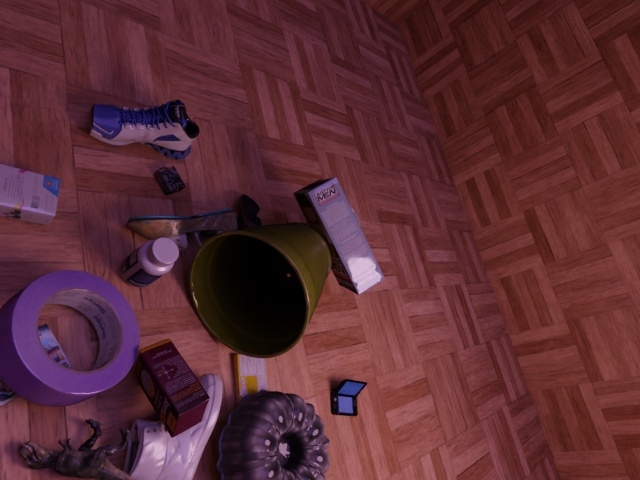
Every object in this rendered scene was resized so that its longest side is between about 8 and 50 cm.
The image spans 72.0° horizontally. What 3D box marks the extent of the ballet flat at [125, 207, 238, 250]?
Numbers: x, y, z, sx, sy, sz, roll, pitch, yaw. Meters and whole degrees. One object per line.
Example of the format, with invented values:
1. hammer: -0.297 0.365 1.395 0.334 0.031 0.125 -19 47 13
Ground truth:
1. ballet flat: -0.382 -0.027 1.284 0.349 0.123 0.123 -11 77 -49

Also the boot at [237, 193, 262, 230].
1. boot: -0.260 -0.071 1.474 0.082 0.106 0.219 31 21 -27

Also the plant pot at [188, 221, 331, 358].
1. plant pot: -0.132 0.101 1.323 0.366 0.366 0.353 59 28 -3

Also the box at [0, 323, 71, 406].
1. box: -0.638 0.268 0.893 0.207 0.036 0.114 -31 92 -50

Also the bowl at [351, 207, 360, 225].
1. bowl: 0.079 -0.070 1.819 0.170 0.080 0.170 24 53 -36

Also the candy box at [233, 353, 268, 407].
1. candy box: -0.198 0.434 1.278 0.105 0.027 0.205 15 58 -44

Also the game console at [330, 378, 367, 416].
1. game console: 0.102 0.539 1.505 0.122 0.071 0.107 22 53 -37

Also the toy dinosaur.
1. toy dinosaur: -0.471 0.448 0.924 0.268 0.064 0.118 24 52 -9

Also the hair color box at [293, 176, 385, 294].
1. hair color box: 0.059 -0.018 1.473 0.114 0.185 0.374 -29 103 -14

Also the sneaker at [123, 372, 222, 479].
1. sneaker: -0.351 0.433 1.052 0.169 0.108 0.292 40 46 -29

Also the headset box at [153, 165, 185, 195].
1. headset box: -0.462 -0.187 1.343 0.062 0.032 0.083 -33 93 -51

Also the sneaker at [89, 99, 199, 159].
1. sneaker: -0.490 -0.352 1.290 0.316 0.182 0.127 8 62 -45

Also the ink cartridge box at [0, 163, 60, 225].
1. ink cartridge box: -0.711 -0.110 1.009 0.181 0.062 0.104 16 58 -42

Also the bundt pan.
1. bundt pan: -0.100 0.555 1.157 0.331 0.124 0.330 24 54 -37

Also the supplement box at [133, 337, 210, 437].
1. supplement box: -0.346 0.337 1.017 0.081 0.104 0.188 -17 52 -45

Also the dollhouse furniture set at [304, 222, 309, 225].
1. dollhouse furniture set: 0.000 0.000 1.613 0.129 0.184 0.129 40 44 -24

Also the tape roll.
1. tape roll: -0.534 0.205 0.945 0.275 0.090 0.274 45 29 -33

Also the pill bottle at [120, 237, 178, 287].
1. pill bottle: -0.434 0.054 1.128 0.094 0.169 0.094 24 53 -37
